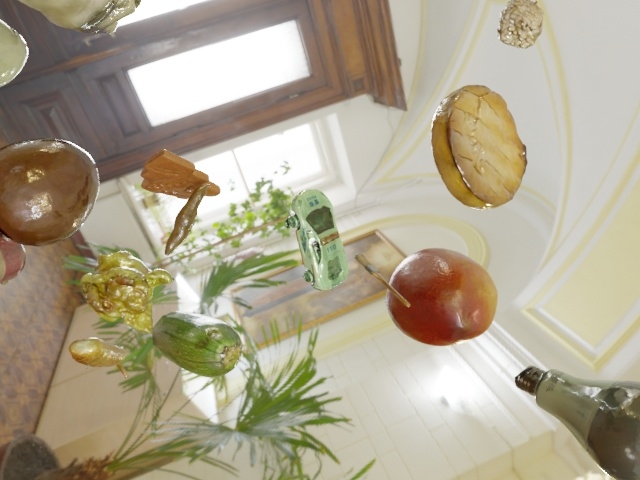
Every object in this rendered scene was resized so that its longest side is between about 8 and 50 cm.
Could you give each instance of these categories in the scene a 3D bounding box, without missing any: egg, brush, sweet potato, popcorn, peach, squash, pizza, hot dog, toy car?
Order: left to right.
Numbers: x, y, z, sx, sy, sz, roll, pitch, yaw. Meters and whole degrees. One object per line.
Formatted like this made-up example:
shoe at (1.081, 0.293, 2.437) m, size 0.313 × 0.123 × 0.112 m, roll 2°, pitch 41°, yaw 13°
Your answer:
egg at (-0.832, -0.445, 1.074) m, size 0.187 × 0.253 × 0.186 m, roll 28°, pitch -53°, yaw 45°
hot dog at (-0.570, 0.295, 1.192) m, size 0.286 × 0.088 × 0.061 m, roll 105°, pitch -33°, yaw -73°
pizza at (-0.645, 0.415, 1.484) m, size 0.083 × 0.016 × 0.037 m, roll 43°, pitch -38°, yaw 19°
popcorn at (-0.767, 0.186, 1.844) m, size 0.290 × 0.326 × 0.321 m, roll 43°, pitch -27°, yaw 42°
sweet potato at (-0.438, -0.073, 1.498) m, size 0.067 × 0.273 × 0.067 m, roll 29°, pitch -2°, yaw 1°
squash at (-0.165, 0.127, 0.583) m, size 0.219 × 0.078 × 0.068 m, roll -7°, pitch -102°, yaw 59°
toy car at (0.000, 0.000, 0.809) m, size 0.058 × 0.094 × 0.185 m, roll 4°, pitch -66°, yaw 51°
brush at (0.142, 0.090, 1.040) m, size 0.170 × 0.014 × 0.043 m, roll 45°, pitch 18°, yaw 25°
peach at (0.351, 0.169, 1.331) m, size 0.332 × 0.308 × 0.307 m, roll -126°, pitch -164°, yaw -74°

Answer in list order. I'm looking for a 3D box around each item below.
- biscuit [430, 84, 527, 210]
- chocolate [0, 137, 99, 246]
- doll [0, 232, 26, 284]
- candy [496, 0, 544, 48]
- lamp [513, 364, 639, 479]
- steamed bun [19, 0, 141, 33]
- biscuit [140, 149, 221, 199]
biscuit at (0.369, -0.216, 1.081) m, size 0.102 × 0.297 × 0.296 m, roll -12°, pitch -79°, yaw 53°
chocolate at (-0.431, -0.084, 0.713) m, size 0.177 × 0.177 × 0.176 m, roll 158°, pitch -90°, yaw -82°
doll at (-0.679, 0.052, 0.835) m, size 0.152 × 0.196 × 0.255 m, roll 42°, pitch 34°, yaw -10°
candy at (0.420, -0.459, 0.967) m, size 0.085 × 0.096 × 0.110 m, roll 118°, pitch -7°, yaw -52°
lamp at (0.546, 0.319, 0.881) m, size 0.314 × 0.182 × 0.181 m, roll 50°, pitch -20°, yaw 55°
steamed bun at (-0.565, -0.641, 1.122) m, size 0.352 × 0.340 × 0.247 m, roll -90°, pitch 162°, yaw -64°
biscuit at (-0.499, -0.213, 1.566) m, size 0.306 × 0.284 × 0.043 m, roll 92°, pitch 2°, yaw -69°
